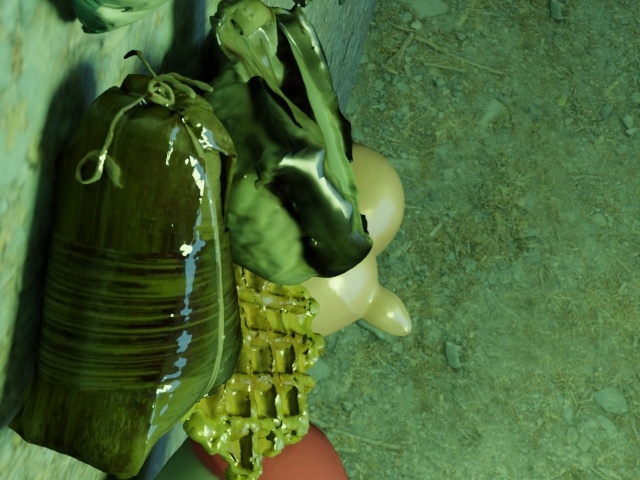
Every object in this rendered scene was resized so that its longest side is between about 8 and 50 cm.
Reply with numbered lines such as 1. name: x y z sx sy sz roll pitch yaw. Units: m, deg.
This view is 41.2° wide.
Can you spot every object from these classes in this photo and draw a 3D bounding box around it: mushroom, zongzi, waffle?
1. mushroom: -0.047 -0.090 0.724 0.247 0.130 0.344 59 12 -33
2. zongzi: -0.091 0.001 0.581 0.241 0.111 0.248 -31 135 -69
3. waffle: -0.079 0.069 0.781 0.291 0.051 0.291 38 44 -49

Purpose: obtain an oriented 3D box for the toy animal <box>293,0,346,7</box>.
1. toy animal: 0.009 -0.349 0.990 0.160 0.197 0.272 -53 133 -17

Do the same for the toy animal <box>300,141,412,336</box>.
1. toy animal: 0.000 0.000 1.146 0.326 0.269 0.237 -44 119 -22

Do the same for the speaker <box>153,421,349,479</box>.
1. speaker: -0.103 0.315 0.887 0.294 0.294 0.294 15 90 -87

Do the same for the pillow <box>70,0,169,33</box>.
1. pillow: -0.057 -0.218 0.415 0.214 0.086 0.233 -22 -131 55
